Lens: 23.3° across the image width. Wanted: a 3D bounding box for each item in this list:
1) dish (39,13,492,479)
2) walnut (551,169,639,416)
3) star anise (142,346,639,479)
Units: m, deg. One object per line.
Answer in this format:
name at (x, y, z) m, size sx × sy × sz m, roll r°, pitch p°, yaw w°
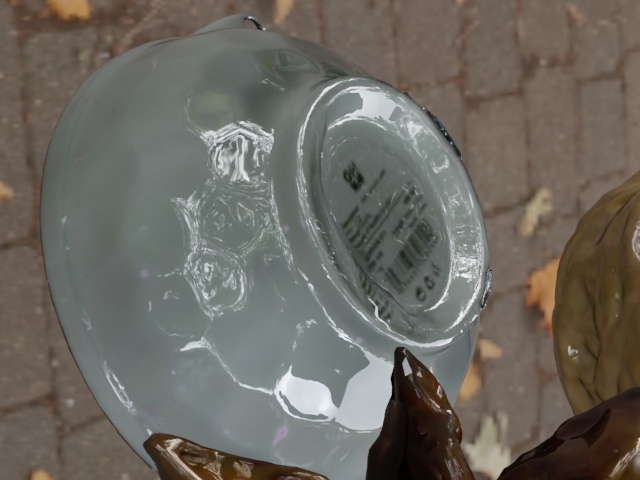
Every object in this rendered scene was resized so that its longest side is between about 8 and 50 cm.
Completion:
dish at (0.000, 0.000, 0.807) m, size 0.303 × 0.120 × 0.303 m, roll 24°, pitch 55°, yaw -40°
walnut at (0.241, 0.056, 0.945) m, size 0.213 × 0.213 × 0.213 m, roll 0°, pitch 90°, yaw -51°
star anise at (0.055, 0.125, 0.439) m, size 0.196 × 0.212 × 0.111 m, roll -27°, pitch 156°, yaw -33°
